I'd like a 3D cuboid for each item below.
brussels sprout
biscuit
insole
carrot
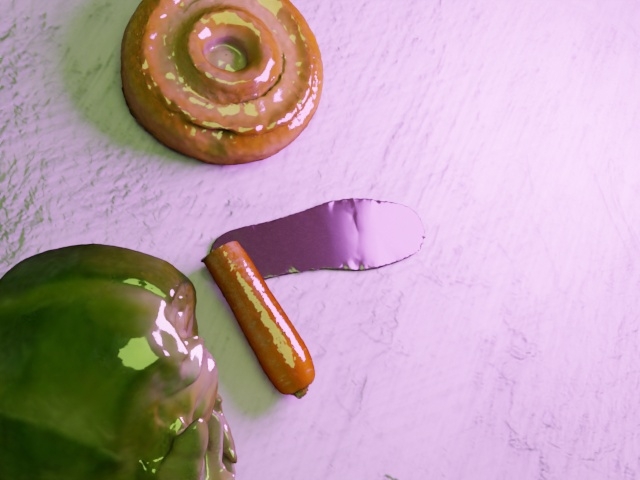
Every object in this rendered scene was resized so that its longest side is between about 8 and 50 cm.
[{"bbox_3d":[-0.244,0.184,1.141,0.315,0.371,0.276,-9,27,15],"label":"brussels sprout"},{"bbox_3d":[-0.135,-0.251,1.437,0.296,0.102,0.296,6,72,-17],"label":"biscuit"},{"bbox_3d":[0.000,0.000,1.439,0.328,0.007,0.111,-10,73,-21],"label":"insole"},{"bbox_3d":[-0.076,0.107,1.341,0.067,0.067,0.225,-30,84,-24],"label":"carrot"}]
